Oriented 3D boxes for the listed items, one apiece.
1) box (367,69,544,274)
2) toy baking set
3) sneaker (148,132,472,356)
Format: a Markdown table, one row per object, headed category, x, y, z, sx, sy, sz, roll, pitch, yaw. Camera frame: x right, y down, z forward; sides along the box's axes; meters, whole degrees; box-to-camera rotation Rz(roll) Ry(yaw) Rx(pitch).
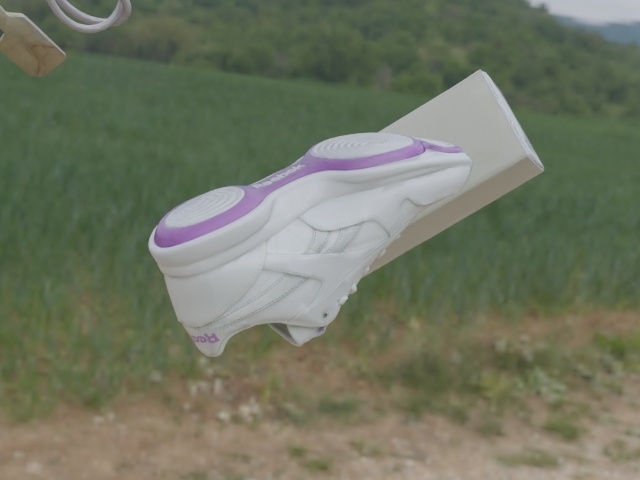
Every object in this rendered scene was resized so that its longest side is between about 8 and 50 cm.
| category | x | y | z | sx | sy | sz | roll | pitch | yaw |
| --- | --- | --- | --- | --- | --- | --- | --- | --- | --- |
| box | 0.086 | -0.056 | 1.594 | 0.275 | 0.113 | 0.094 | -29 | -17 | 12 |
| toy baking set | -0.198 | -0.215 | 1.008 | 0.196 | 0.256 | 0.030 | 13 | 37 | -27 |
| sneaker | 0.000 | 0.000 | 1.338 | 0.305 | 0.152 | 0.114 | -22 | 22 | -19 |
